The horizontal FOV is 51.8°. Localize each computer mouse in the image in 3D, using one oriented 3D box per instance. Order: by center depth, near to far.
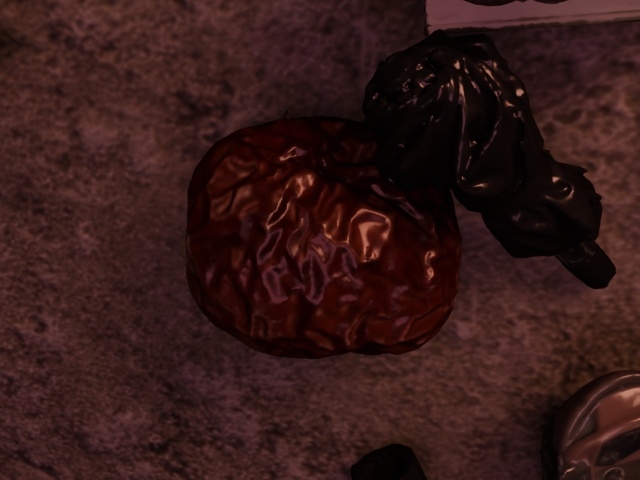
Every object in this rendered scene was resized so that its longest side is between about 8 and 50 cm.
[{"bbox_3d":[0.319,0.265,0.676,0.200,0.115,0.389,-15,120,8],"label":"computer mouse"}]

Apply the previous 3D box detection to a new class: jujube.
[{"bbox_3d":[0.000,0.000,0.574,0.232,0.213,0.213,3,113,-2],"label":"jujube"}]

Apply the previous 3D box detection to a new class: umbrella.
[{"bbox_3d":[0.158,-0.036,0.522,0.118,0.118,0.340,-35,136,23],"label":"umbrella"}]

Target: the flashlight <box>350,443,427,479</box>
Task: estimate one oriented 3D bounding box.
[{"bbox_3d":[0.150,0.427,0.783,0.103,0.103,0.424,-20,106,19],"label":"flashlight"}]

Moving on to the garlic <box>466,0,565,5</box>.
[{"bbox_3d":[0.108,-0.206,0.367,0.159,0.102,0.147,22,133,15],"label":"garlic"}]

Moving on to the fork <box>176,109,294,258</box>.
[{"bbox_3d":[-0.086,-0.051,0.684,0.034,0.028,0.219,37,119,-12],"label":"fork"}]

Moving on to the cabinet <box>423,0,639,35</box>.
[{"bbox_3d":[0.179,-0.238,0.474,0.206,0.150,0.145,0,116,13],"label":"cabinet"}]
